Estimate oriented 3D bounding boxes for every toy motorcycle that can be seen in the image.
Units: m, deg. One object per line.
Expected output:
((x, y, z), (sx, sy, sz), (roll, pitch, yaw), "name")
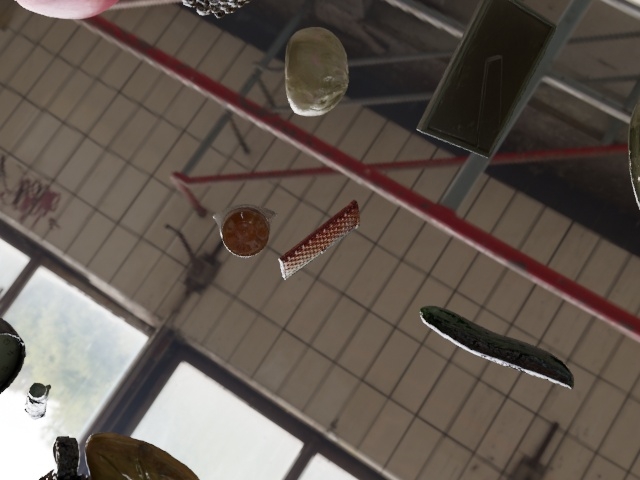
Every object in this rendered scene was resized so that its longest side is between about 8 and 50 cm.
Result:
((-0.445, 0.547, 1.301), (0.134, 0.401, 0.207), (5, 141, -26), "toy motorcycle")

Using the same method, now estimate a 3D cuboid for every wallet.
((0.000, 0.000, 1.544), (0.020, 0.196, 0.103), (48, 166, 23), "wallet")

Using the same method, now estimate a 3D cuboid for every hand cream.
((-0.155, -0.037, 1.525), (0.140, 0.089, 0.314), (-2, -169, -3), "hand cream")

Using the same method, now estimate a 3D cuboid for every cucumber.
((0.288, 0.174, 1.281), (0.284, 0.056, 0.056), (23, 167, 30), "cucumber")

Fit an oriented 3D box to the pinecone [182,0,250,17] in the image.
((-0.218, -0.551, 1.537), (0.204, 0.179, 0.184), (54, 149, 20), "pinecone")

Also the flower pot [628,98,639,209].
((0.702, -0.140, 1.333), (0.244, 0.307, 0.307), (-7, 143, 45), "flower pot")

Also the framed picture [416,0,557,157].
((0.292, -0.284, 1.341), (0.192, 0.265, 0.018), (15, -163, -39), "framed picture")

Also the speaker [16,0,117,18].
((-0.418, -0.493, 1.222), (0.294, 0.294, 0.294), (32, 170, 6), "speaker")

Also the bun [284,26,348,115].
((0.000, -0.363, 1.655), (0.128, 0.178, 0.193), (0, -154, 12), "bun")

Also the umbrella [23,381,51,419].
((-0.563, 0.314, 1.536), (0.046, 0.050, 0.188), (20, 150, -10), "umbrella")

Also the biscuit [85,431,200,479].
((-0.292, 0.418, 1.291), (0.260, 0.041, 0.203), (47, 124, -9), "biscuit")

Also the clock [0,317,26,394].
((-0.568, 0.210, 1.262), (0.040, 0.184, 0.184), (35, 172, 23), "clock")
